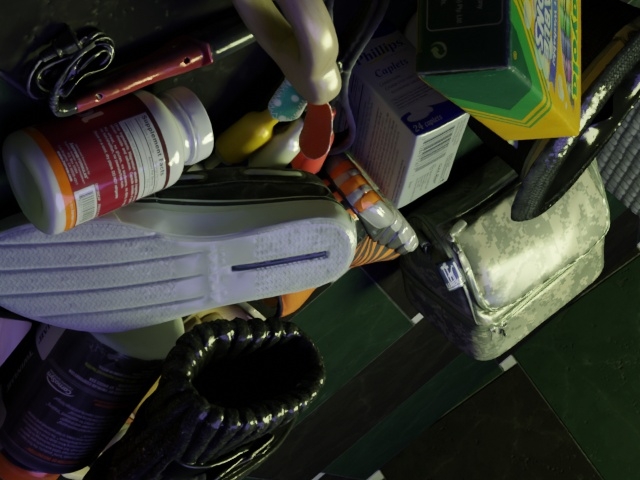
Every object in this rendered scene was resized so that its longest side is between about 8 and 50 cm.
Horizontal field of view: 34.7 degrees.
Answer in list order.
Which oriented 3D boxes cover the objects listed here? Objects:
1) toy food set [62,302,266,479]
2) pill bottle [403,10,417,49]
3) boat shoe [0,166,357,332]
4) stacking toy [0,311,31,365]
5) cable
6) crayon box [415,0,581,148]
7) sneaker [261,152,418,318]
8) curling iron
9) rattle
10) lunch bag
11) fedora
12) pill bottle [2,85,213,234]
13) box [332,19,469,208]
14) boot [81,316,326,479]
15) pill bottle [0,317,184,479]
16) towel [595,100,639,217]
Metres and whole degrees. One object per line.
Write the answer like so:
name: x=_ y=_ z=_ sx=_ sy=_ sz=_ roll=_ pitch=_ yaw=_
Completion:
toy food set: x=-0.179 y=0.205 z=1.326 sx=0.306 sy=0.092 sz=0.220 roll=-39 pitch=159 yaw=-1
pill bottle: x=0.143 y=-0.195 z=1.086 sx=0.078 sy=0.078 sz=0.137 roll=-44 pitch=159 yaw=10
boat shoe: x=-0.138 y=-0.001 z=0.927 sx=0.335 sy=0.119 sz=0.121 roll=-3 pitch=123 yaw=-17
stacking toy: x=-0.405 y=0.131 z=0.861 sx=0.279 sy=0.130 sz=0.309 roll=-63 pitch=166 yaw=-13
cable: x=0.006 y=-0.133 z=0.923 sx=0.139 sy=0.072 sz=0.287 roll=8 pitch=151 yaw=-26
crayon box: x=0.180 y=-0.214 z=0.946 sx=0.083 sy=0.203 sz=0.323 roll=-1 pitch=174 yaw=24
sneaker: x=0.000 y=0.000 z=1.167 sx=0.180 sy=0.124 sz=0.321 roll=-39 pitch=165 yaw=7
curling iron: x=-0.104 y=-0.157 z=0.812 sx=0.274 sy=0.035 sz=0.068 roll=-24 pitch=153 yaw=-35
rattle: x=0.007 y=-0.179 z=0.800 sx=0.143 sy=0.130 sz=0.199 roll=-51 pitch=134 yaw=-23
lunch bag: x=0.267 y=-0.009 z=1.505 sx=0.305 sy=0.212 sz=0.256 roll=-34 pitch=141 yaw=-17
fedora: x=0.282 y=-0.187 z=1.206 sx=0.334 sy=0.152 sz=0.334 roll=-47 pitch=163 yaw=-19
pill bottle: x=-0.166 y=-0.069 z=0.815 sx=0.152 sy=0.086 sz=0.086 roll=-27 pitch=155 yaw=-31
box: x=0.071 y=-0.126 z=1.021 sx=0.072 sy=0.137 sz=0.126 roll=-30 pitch=157 yaw=-22
boot: x=-0.079 y=0.154 z=1.061 sx=0.260 sy=0.131 sz=0.348 roll=-53 pitch=172 yaw=36
pill bottle: x=-0.252 y=0.149 z=1.044 sx=0.130 sy=0.130 sz=0.245 roll=-6 pitch=141 yaw=-55
towel: x=0.493 y=-0.164 z=1.512 sx=0.121 sy=0.235 sz=0.283 roll=-37 pitch=160 yaw=-17
